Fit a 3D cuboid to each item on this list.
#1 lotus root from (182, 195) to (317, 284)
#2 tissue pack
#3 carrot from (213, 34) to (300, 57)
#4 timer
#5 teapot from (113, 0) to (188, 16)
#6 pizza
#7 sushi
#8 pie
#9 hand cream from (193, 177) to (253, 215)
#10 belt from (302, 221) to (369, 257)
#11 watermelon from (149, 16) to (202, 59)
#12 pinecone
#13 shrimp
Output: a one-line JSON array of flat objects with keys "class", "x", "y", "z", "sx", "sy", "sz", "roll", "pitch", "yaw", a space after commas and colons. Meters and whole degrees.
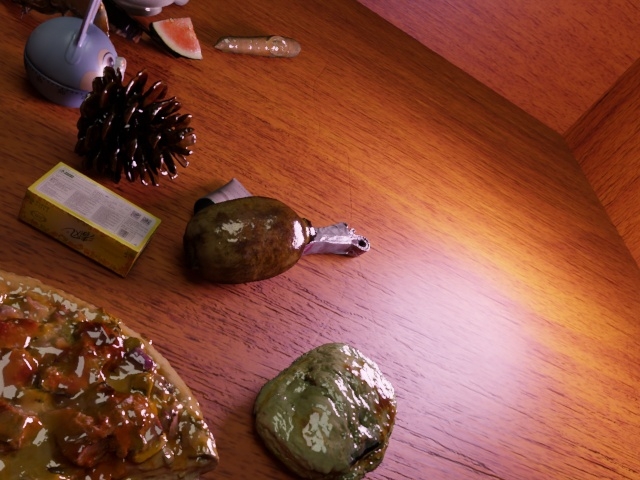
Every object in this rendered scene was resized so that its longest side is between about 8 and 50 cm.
[{"class": "lotus root", "x": -0.113, "y": -0.002, "z": 1.007, "sx": 0.260, "sy": 0.128, "sz": 0.145, "roll": -10, "pitch": 76, "yaw": -38}, {"class": "tissue pack", "x": -0.343, "y": -0.032, "z": 0.885, "sx": 0.176, "sy": 0.062, "sz": 0.095, "roll": 30, "pitch": 32, "yaw": -11}, {"class": "carrot", "x": -0.172, "y": -0.553, "z": 1.675, "sx": 0.070, "sy": 0.070, "sz": 0.342, "roll": 49, "pitch": 36, "yaw": 15}, {"class": "timer", "x": -0.407, "y": -0.344, "z": 1.046, "sx": 0.175, "sy": 0.255, "sz": 0.175, "roll": 49, "pitch": 21, "yaw": -27}, {"class": "teapot", "x": -0.413, "y": -0.639, "z": 1.468, "sx": 0.318, "sy": 0.149, "sz": 0.220, "roll": -8, "pitch": 47, "yaw": -46}, {"class": "pizza", "x": -0.301, "y": 0.164, "z": 0.658, "sx": 0.409, "sy": 0.114, "sz": 0.277, "roll": 36, "pitch": 28, "yaw": 1}, {"class": "sushi", "x": -0.420, "y": -0.455, "z": 1.251, "sx": 0.264, "sy": 0.050, "sz": 0.290, "roll": 38, "pitch": 3, "yaw": -20}, {"class": "pie", "x": 0.027, "y": 0.252, "z": 0.873, "sx": 0.201, "sy": 0.090, "sz": 0.248, "roll": 49, "pitch": 38, "yaw": 10}, {"class": "hand cream", "x": -0.176, "y": -0.071, "z": 1.108, "sx": 0.087, "sy": 0.054, "sz": 0.186, "roll": 44, "pitch": 27, "yaw": 3}, {"class": "belt", "x": 0.000, "y": 0.000, "z": 1.182, "sx": 0.232, "sy": 0.053, "sz": 0.071, "roll": 2, "pitch": 46, "yaw": -41}, {"class": "watermelon", "x": -0.342, "y": -0.493, "z": 1.396, "sx": 0.125, "sy": 0.094, "sz": 0.135, "roll": 51, "pitch": 17, "yaw": 24}, {"class": "pinecone", "x": -0.302, "y": -0.182, "z": 0.981, "sx": 0.208, "sy": 0.207, "sz": 0.207, "roll": 25, "pitch": 35, "yaw": -19}, {"class": "shrimp", "x": -0.522, "y": -0.438, "z": 1.165, "sx": 0.296, "sy": 0.169, "sz": 0.058, "roll": 14, "pitch": 35, "yaw": 29}]
